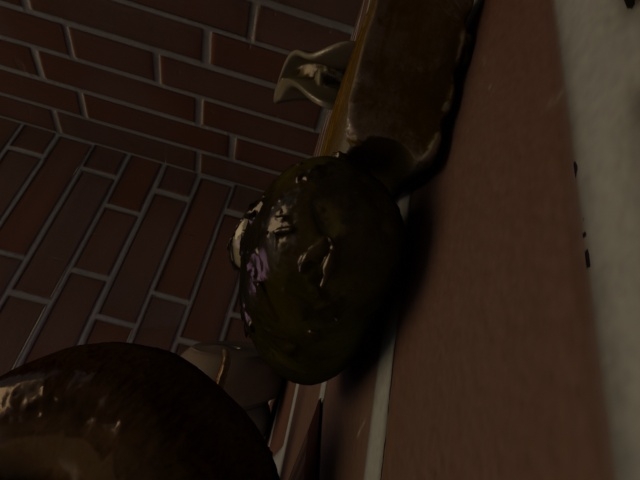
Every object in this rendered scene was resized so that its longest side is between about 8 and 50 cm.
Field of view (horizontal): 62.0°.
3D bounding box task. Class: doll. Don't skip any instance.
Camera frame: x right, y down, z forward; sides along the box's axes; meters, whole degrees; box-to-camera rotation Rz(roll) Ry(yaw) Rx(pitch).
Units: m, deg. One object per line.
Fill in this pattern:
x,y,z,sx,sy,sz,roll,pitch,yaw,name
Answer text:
-0.173,0.300,1.003,0.251,0.221,0.220,19,-93,-68,doll

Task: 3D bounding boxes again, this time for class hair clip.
0.015,-0.302,1.005,0.282,0.173,0.113,-129,47,-72,hair clip

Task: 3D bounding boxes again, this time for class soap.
0.048,-0.108,0.460,0.232,0.073,0.140,135,151,-81,soap

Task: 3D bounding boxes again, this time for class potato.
-0.012,0.034,0.422,0.251,0.113,0.149,122,141,-58,potato

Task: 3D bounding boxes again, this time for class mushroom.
-0.182,0.253,0.421,0.239,0.346,0.344,-56,-16,-72,mushroom

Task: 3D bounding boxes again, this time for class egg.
-0.128,-0.001,1.611,0.286,0.174,0.264,-37,-31,-51,egg

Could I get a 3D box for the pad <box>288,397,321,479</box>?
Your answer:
-0.035,0.310,0.456,0.299,0.005,0.202,-84,11,-62,pad

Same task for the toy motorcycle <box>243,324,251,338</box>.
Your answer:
-0.080,0.113,0.968,0.270,0.106,0.158,-150,73,-78,toy motorcycle

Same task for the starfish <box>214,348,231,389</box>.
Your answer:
-0.123,0.369,0.624,0.398,0.132,0.383,-112,40,-77,starfish
